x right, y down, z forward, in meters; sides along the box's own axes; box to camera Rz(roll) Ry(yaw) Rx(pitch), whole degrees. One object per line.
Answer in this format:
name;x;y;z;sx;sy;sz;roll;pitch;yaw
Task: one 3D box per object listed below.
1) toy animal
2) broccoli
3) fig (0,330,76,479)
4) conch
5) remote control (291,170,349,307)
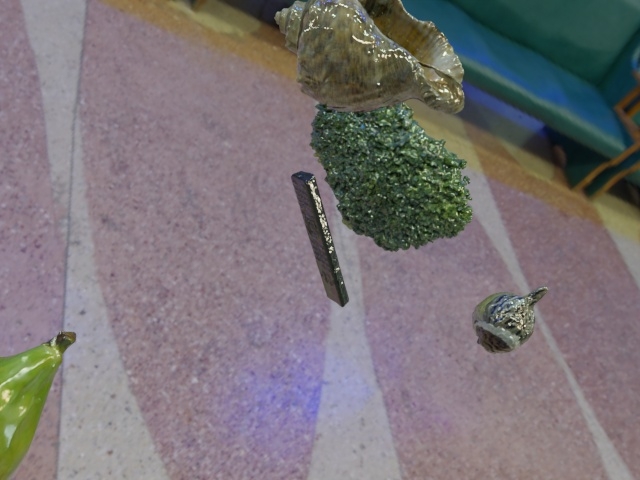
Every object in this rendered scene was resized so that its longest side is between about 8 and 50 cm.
toy animal;0.309;0.129;1.288;0.098;0.137;0.098;38;35;-33
broccoli;0.123;-0.128;1.529;0.375;0.249;0.302;40;4;12
fig;-0.493;0.227;1.056;0.233;0.314;0.233;28;18;-10
conch;0.055;-0.195;0.794;0.207;0.130;0.155;19;78;-2
remote control;0.000;0.000;1.342;0.025;0.063;0.245;-27;117;-23
